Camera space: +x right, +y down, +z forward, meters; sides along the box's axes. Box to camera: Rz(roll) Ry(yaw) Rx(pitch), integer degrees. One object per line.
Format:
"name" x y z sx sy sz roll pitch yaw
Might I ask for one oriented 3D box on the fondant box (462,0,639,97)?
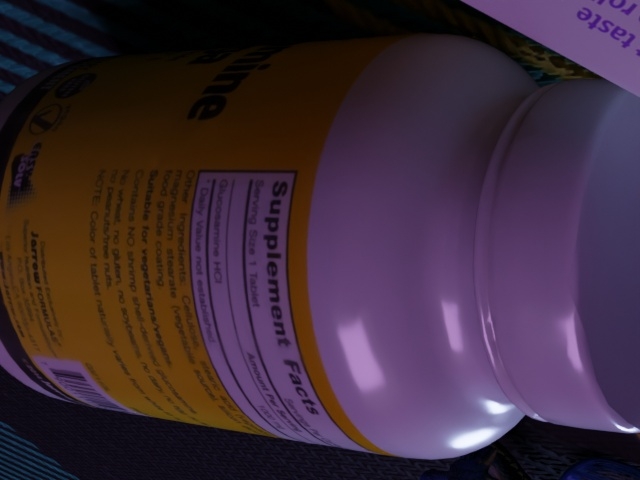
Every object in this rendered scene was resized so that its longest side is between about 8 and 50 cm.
"fondant box" 0.202 -0.126 0.322 0.238 0.096 0.330 27 154 -5

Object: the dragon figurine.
"dragon figurine" 0.202 0.212 0.933 0.289 0.085 0.144 19 153 14

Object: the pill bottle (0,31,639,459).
"pill bottle" 0.000 0.000 0.614 0.333 0.188 0.188 3 145 37
